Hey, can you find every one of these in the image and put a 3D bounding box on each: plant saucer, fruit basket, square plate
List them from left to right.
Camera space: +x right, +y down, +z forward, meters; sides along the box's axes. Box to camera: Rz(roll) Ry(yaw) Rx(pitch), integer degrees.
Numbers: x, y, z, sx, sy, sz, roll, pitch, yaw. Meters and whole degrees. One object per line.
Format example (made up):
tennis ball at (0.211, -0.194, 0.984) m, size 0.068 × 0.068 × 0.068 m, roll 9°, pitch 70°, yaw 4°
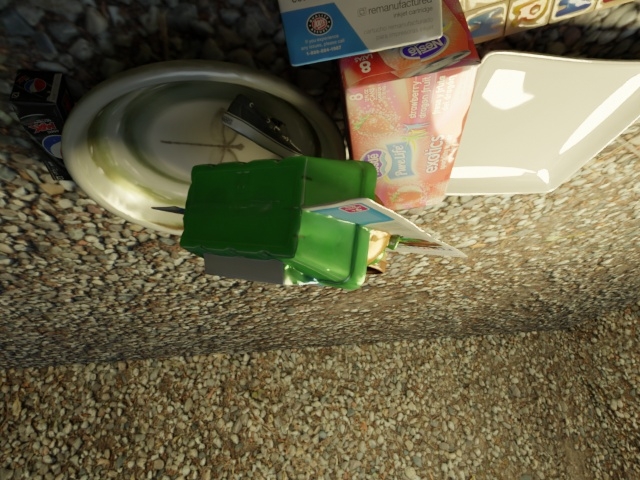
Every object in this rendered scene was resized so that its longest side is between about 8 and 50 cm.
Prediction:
plant saucer at (-0.164, -0.136, 0.650) m, size 0.400 × 0.100 × 0.400 m, roll -7°, pitch 153°, yaw -3°
fruit basket at (0.000, 0.000, 0.600) m, size 0.327 × 0.165 × 0.353 m, roll 3°, pitch 167°, yaw 34°
square plate at (0.358, -0.191, 0.736) m, size 0.344 × 0.049 × 0.347 m, roll -2°, pitch 153°, yaw -11°

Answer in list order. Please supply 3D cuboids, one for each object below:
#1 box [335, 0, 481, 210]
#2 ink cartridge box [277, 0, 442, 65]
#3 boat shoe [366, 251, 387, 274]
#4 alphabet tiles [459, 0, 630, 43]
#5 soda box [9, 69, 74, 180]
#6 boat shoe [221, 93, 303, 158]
box at (0.103, -0.171, 0.576) m, size 0.142 × 0.154 × 0.300 m, roll -10°, pitch 157°, yaw 4°
ink cartridge box at (0.023, -0.264, 0.357) m, size 0.140 × 0.082 × 0.190 m, roll -10°, pitch 119°, yaw 4°
boat shoe at (0.016, 0.042, 1.024) m, size 0.324 × 0.116 × 0.123 m, roll -3°, pitch 160°, yaw -10°
alphabet tiles at (0.269, -0.349, 0.437) m, size 0.343 × 0.011 × 0.285 m, roll -12°, pitch 153°, yaw 10°
soda box at (-0.375, -0.155, 0.598) m, size 0.053 × 0.060 × 0.169 m, roll -1°, pitch 153°, yaw -14°
boat shoe at (-0.061, -0.133, 0.521) m, size 0.142 × 0.049 × 0.040 m, roll 18°, pitch 101°, yaw -58°
